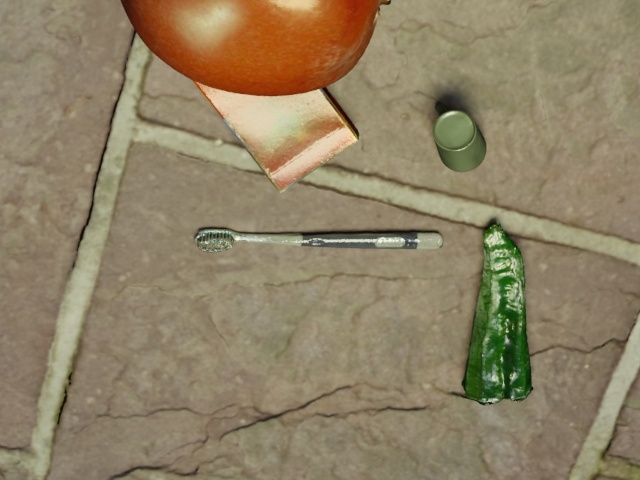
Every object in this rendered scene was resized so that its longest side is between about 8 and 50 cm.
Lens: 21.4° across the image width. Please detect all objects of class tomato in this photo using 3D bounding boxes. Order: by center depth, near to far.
[{"bbox_3d":[-0.060,-0.312,1.617,0.272,0.341,0.341,5,115,-3],"label":"tomato"}]

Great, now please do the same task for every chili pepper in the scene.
[{"bbox_3d":[0.205,0.082,1.993,0.088,0.059,0.227,-4,114,1],"label":"chili pepper"}]

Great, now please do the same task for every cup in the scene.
[{"bbox_3d":[0.153,-0.121,1.872,0.054,0.083,0.075,-3,78,10],"label":"cup"}]

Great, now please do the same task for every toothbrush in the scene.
[{"bbox_3d":[0.000,0.000,1.949,0.288,0.026,0.024,1,119,-7],"label":"toothbrush"}]

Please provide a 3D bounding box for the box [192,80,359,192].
[{"bbox_3d":[-0.051,-0.152,1.857,0.112,0.048,0.175,-33,114,8],"label":"box"}]
